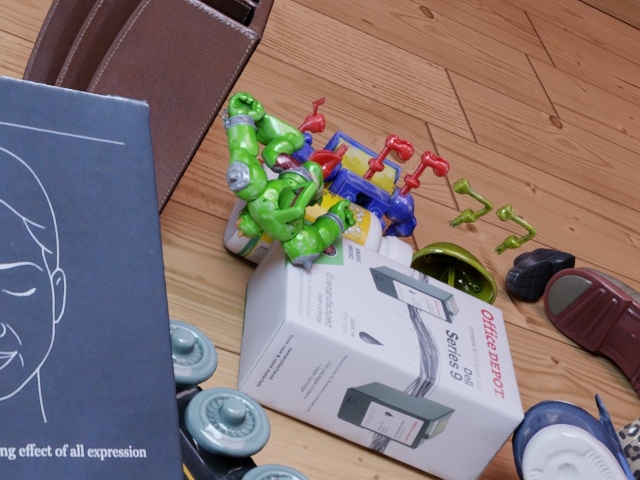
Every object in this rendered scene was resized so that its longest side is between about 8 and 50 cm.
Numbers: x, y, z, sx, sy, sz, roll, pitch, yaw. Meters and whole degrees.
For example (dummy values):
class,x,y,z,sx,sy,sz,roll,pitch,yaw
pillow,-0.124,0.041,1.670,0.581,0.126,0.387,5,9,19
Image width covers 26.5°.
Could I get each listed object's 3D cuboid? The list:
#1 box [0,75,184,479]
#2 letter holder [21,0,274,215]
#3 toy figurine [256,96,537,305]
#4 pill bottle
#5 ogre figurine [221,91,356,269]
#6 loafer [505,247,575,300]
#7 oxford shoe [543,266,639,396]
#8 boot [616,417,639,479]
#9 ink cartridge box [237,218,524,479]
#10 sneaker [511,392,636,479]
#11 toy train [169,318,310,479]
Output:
class,x,y,z,sx,sy,sz,roll,pitch,yaw
box,-0.277,0.094,0.943,0.293,0.212,0.396,8,66,-39
letter holder,-0.216,-0.181,1.491,0.214,0.302,0.152,28,29,-10
toy figurine,0.088,-0.077,1.780,0.362,0.191,0.217,27,24,-14
pill bottle,0.000,0.000,1.629,0.208,0.118,0.118,26,29,-13
ogre figurine,-0.041,-0.055,1.436,0.118,0.096,0.197,-70,147,-47
loafer,0.301,0.045,1.944,0.061,0.062,0.170,23,17,30
oxford shoe,0.475,0.150,1.886,0.348,0.123,0.130,44,25,16
boot,0.541,0.324,1.671,0.377,0.138,0.284,-7,48,-39
ink cartridge box,0.065,0.120,1.504,0.289,0.121,0.211,24,30,-15
sneaker,0.311,0.317,1.451,0.323,0.130,0.236,61,8,1
toy train,-0.139,0.202,1.168,0.190,0.142,0.334,-11,51,-40
